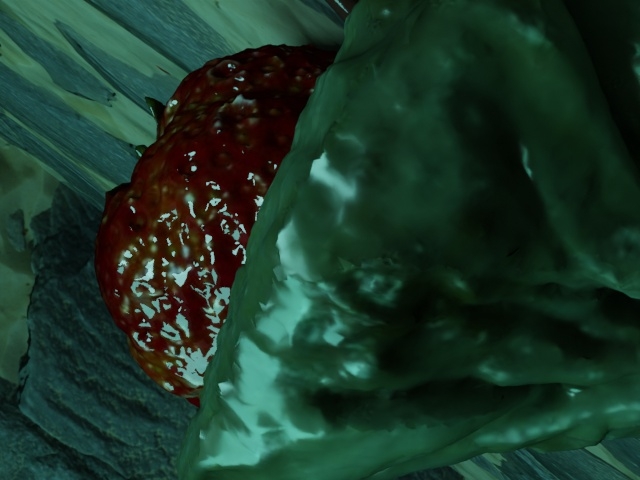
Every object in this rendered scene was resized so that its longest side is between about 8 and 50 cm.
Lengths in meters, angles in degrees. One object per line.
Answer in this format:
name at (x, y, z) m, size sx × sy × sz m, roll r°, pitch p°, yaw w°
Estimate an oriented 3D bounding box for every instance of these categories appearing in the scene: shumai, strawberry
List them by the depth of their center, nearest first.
shumai at (0.117, 0.012, 0.608) m, size 0.263 × 0.304 × 0.309 m, roll 24°, pitch 170°, yaw 4°
strawberry at (0.000, 0.000, 1.006) m, size 0.277 × 0.257 × 0.257 m, roll 7°, pitch 151°, yaw 49°

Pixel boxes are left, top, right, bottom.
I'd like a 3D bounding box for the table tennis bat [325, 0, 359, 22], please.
table tennis bat at (-0.009, -0.164, 0.916) m, size 0.154 × 0.019 × 0.098 m, roll 43°, pitch 167°, yaw -23°
